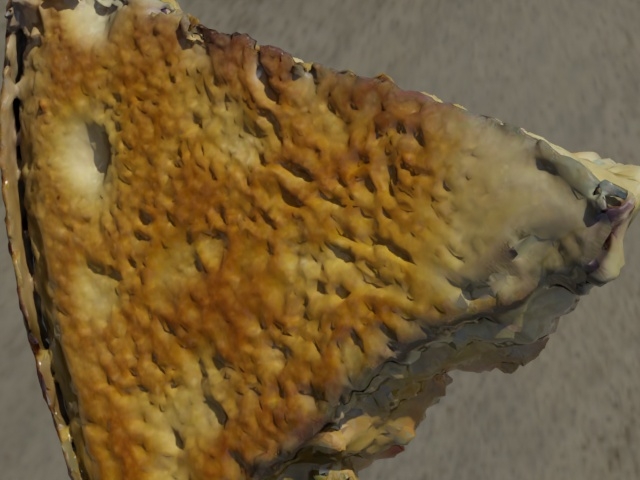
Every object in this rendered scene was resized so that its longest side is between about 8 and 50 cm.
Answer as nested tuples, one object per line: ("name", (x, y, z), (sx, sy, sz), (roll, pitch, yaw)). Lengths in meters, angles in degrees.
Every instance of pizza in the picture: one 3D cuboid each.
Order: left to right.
("pizza", (0.000, 0.000, 0.485), (0.195, 0.052, 0.185), (-8, 95, 40))
